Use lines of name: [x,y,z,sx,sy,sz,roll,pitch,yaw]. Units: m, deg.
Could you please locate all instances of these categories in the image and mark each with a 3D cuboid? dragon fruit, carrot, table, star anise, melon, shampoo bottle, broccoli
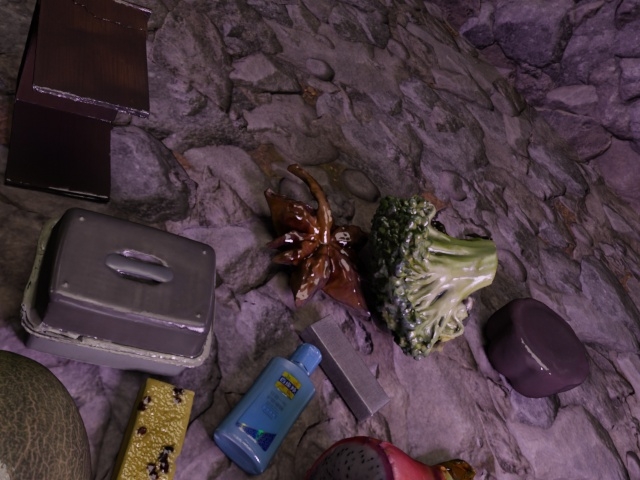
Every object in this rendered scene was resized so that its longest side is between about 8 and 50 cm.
dragon fruit: [0.093,0.437,0.946,0.189,0.290,0.291,26,44,-25]
carrot: [0.194,0.452,1.172,0.228,0.069,0.069,-5,60,-41]
table: [-0.426,-0.261,1.142,0.196,0.250,0.282,11,50,-31]
star anise: [0.000,0.002,1.352,0.292,0.109,0.350,36,42,-25]
melon: [-0.386,0.275,0.740,0.237,0.237,0.302,10,49,-31]
shampoo bottle: [-0.076,0.273,1.110,0.104,0.061,0.258,43,41,-2]
broccoli: [0.208,0.072,1.337,0.272,0.324,0.334,21,19,6]

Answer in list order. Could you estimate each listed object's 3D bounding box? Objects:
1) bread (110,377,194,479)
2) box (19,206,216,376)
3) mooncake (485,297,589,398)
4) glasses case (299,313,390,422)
bread: [-0.253,0.318,0.948,0.088,0.049,0.226,24,46,-20]
box: [-0.305,0.084,1.011,0.290,0.166,0.221,17,49,-25]
mooncake: [0.505,0.253,1.511,0.244,0.133,0.245,20,47,-23]
glasses case: [0.045,0.244,1.235,0.070,0.047,0.205,-22,71,-50]
